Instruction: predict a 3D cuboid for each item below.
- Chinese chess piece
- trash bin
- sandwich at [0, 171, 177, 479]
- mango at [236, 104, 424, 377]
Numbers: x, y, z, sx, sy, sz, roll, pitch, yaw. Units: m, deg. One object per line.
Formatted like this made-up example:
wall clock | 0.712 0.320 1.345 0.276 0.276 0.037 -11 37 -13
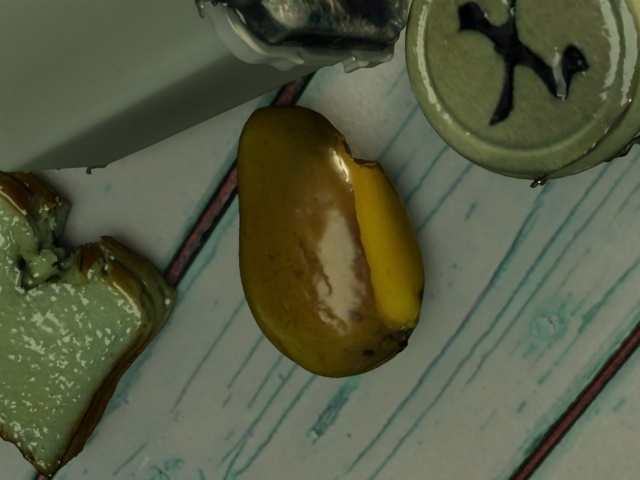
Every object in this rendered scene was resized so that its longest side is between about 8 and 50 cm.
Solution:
Chinese chess piece | 0.184 -0.162 1.223 0.238 0.092 0.237 7 105 27
trash bin | -0.149 -0.207 1.232 0.368 0.296 0.256 -25 83 31
sandwich | -0.307 0.065 1.470 0.273 0.095 0.249 38 113 4
mango | 0.000 0.000 1.333 0.167 0.130 0.262 -9 96 26
